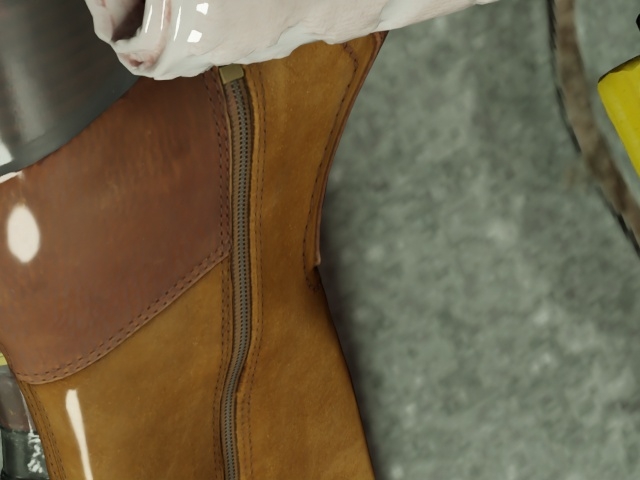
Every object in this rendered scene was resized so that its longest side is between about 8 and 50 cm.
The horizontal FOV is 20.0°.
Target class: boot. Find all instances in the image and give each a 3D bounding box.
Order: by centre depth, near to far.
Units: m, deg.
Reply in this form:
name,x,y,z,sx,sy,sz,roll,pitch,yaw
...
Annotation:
name,x,y,z,sx,sy,sz,roll,pitch,yaw
boot,0.000,0.000,0.584,0.264,0.096,0.280,-43,131,-40

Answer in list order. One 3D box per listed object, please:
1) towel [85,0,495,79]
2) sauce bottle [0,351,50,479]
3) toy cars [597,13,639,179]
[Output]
name,x,y,z,sx,sy,sz,roll,pitch,yaw
towel,0.054,-0.228,0.493,0.332,0.053,0.317,-19,105,-38
sauce bottle,-0.092,0.022,0.579,0.042,0.042,0.128,-8,104,-23
toy cars,0.283,-0.033,0.683,0.394,0.087,0.176,19,69,-26
